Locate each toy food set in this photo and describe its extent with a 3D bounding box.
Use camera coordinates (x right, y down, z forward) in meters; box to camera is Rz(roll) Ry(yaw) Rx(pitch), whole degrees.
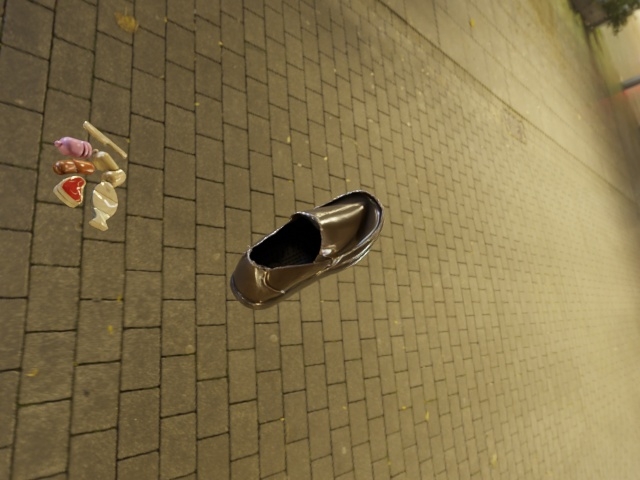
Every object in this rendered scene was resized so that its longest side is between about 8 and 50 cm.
[{"bbox_3d":[-0.247,-0.070,0.431,0.078,0.019,0.122,47,25,-40],"label":"toy food set"}]

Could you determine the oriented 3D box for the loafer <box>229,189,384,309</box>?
[{"bbox_3d":[0.000,0.000,0.468,0.220,0.078,0.080,-35,72,-29],"label":"loafer"}]
